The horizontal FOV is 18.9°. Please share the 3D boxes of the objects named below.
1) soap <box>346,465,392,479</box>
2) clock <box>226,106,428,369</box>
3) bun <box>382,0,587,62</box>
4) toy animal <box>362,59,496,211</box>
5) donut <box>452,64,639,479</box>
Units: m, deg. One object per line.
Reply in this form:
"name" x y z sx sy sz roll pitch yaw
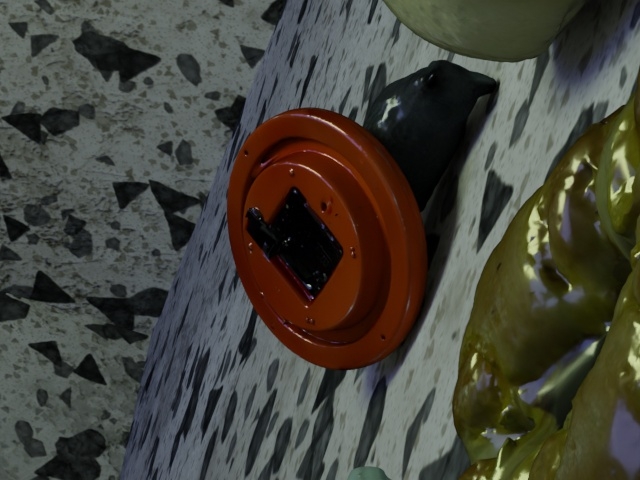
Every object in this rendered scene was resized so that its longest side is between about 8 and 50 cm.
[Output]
"soap" 0.036 0.224 1.114 0.198 0.067 0.119 -97 27 -69
"clock" 0.000 0.000 1.467 0.051 0.205 0.205 -19 -35 -42
"bun" 0.107 -0.301 1.210 0.364 0.202 0.364 -163 90 -85
"toy animal" 0.059 -0.061 1.471 0.210 0.121 0.117 142 126 -64
"donut" 0.132 0.048 0.659 0.261 0.128 0.208 120 163 -56
